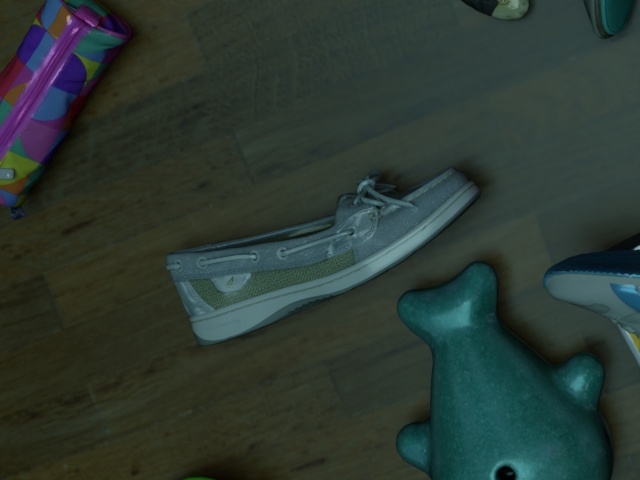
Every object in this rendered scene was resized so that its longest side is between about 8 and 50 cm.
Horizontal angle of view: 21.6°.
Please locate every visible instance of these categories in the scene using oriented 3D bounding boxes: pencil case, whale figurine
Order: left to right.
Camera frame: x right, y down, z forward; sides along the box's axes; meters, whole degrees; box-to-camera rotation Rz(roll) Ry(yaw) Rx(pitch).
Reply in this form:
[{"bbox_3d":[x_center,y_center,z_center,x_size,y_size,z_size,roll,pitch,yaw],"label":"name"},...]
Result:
[{"bbox_3d":[-0.284,-0.139,1.674,0.104,0.104,0.236,36,103,8],"label":"pencil case"},{"bbox_3d":[0.163,0.160,1.574,0.216,0.141,0.272,-23,90,16],"label":"whale figurine"}]

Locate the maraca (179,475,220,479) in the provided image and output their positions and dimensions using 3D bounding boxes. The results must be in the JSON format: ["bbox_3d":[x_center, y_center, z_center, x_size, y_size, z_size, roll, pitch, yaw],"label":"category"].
[{"bbox_3d":[-0.126,0.300,1.692,0.186,0.099,0.127,-11,92,41],"label":"maraca"}]

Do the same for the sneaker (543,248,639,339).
[{"bbox_3d":[0.301,0.064,1.438,0.229,0.087,0.092,11,108,19],"label":"sneaker"}]

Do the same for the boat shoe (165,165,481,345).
[{"bbox_3d":[0.000,0.000,1.612,0.320,0.118,0.103,-25,95,23],"label":"boat shoe"}]

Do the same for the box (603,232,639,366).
[{"bbox_3d":[0.343,0.086,1.534,0.103,0.114,0.203,-29,90,17],"label":"box"}]

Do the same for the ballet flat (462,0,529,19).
[{"bbox_3d":[0.125,-0.267,1.577,0.173,0.049,0.057,42,106,6],"label":"ballet flat"}]

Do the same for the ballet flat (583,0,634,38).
[{"bbox_3d":[0.261,-0.293,1.540,0.068,0.072,0.213,14,101,40],"label":"ballet flat"}]
